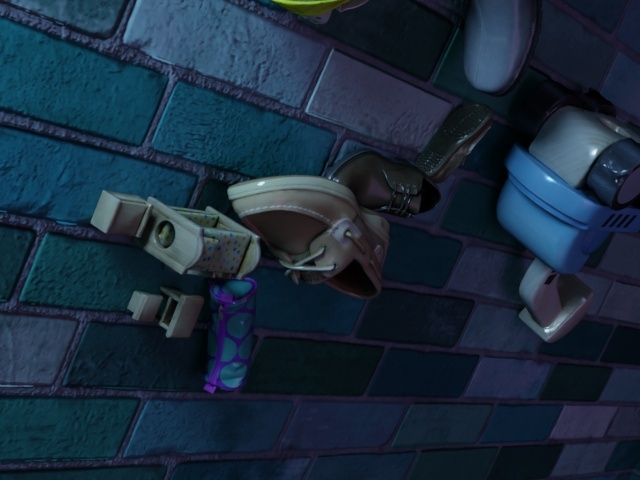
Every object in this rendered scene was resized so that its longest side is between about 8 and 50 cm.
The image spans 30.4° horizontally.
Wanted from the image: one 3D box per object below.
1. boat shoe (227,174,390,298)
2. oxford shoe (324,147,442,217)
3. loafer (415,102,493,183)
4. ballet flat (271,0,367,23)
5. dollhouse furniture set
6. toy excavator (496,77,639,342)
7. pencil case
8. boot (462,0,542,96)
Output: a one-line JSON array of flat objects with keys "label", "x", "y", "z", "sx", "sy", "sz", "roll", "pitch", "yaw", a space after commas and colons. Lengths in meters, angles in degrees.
[{"label": "boat shoe", "x": 0.000, "y": 0.000, "z": 1.505, "sx": 0.341, "sy": 0.121, "sz": 0.110, "roll": 23, "pitch": 62, "yaw": -57}, {"label": "oxford shoe", "x": 0.091, "y": -0.073, "z": 1.620, "sx": 0.227, "sy": 0.096, "sz": 0.083, "roll": -5, "pitch": 120, "yaw": -48}, {"label": "loafer", "x": 0.199, "y": -0.143, "z": 1.745, "sx": 0.148, "sy": 0.056, "sz": 0.050, "roll": -44, "pitch": 144, "yaw": -6}, {"label": "ballet flat", "x": 0.015, "y": -0.296, "z": 1.384, "sx": 0.231, "sy": 0.077, "sz": 0.077, "roll": -31, "pitch": 153, "yaw": -38}, {"label": "dollhouse furniture set", "x": -0.180, "y": 0.044, "z": 1.355, "sx": 0.182, "sy": 0.101, "sz": 0.161, "roll": 7, "pitch": 109, "yaw": -54}, {"label": "toy excavator", "x": 0.413, "y": -0.017, "z": 2.012, "sx": 0.433, "sy": 0.222, "sz": 0.445, "roll": 2, "pitch": 127, "yaw": -53}, {"label": "pencil case", "x": -0.118, "y": 0.120, "z": 1.523, "sx": 0.070, "sy": 0.064, "sz": 0.152, "roll": -40, "pitch": 144, "yaw": -52}, {"label": "boot", "x": 0.194, "y": -0.357, "z": 1.545, "sx": 0.223, "sy": 0.118, "sz": 0.338, "roll": -9, "pitch": 110, "yaw": -46}]
